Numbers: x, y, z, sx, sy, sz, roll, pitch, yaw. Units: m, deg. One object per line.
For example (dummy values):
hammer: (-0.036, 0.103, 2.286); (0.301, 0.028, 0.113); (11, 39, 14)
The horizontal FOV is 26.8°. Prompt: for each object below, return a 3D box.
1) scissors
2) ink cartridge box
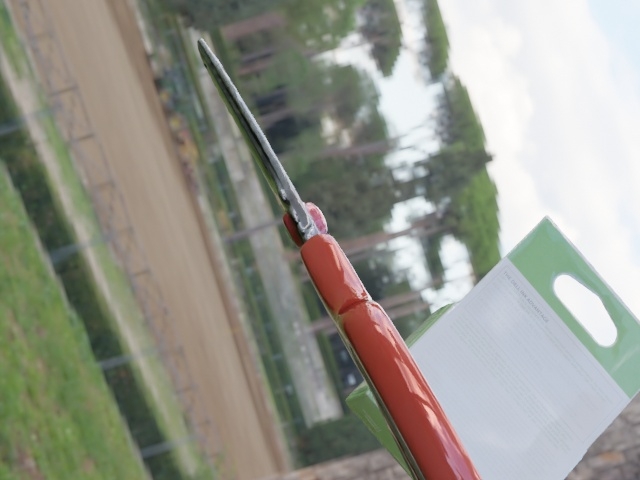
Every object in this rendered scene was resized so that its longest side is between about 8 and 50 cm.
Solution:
scissors: (0.000, 0.000, 0.505); (0.297, 0.021, 0.109); (63, -1, 29)
ink cartridge box: (0.160, 0.117, 1.129); (0.171, 0.235, 0.056); (49, -25, -3)
